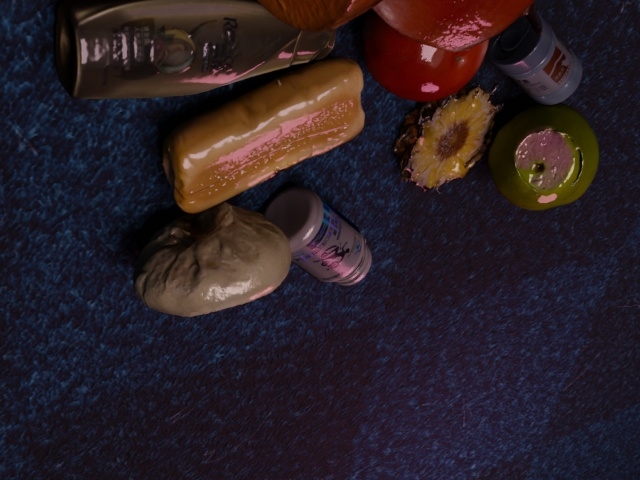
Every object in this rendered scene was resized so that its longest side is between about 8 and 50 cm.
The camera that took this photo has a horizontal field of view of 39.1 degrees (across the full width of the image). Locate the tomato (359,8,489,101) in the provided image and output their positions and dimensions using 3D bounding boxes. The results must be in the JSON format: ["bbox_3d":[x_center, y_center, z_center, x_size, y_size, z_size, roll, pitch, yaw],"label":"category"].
[{"bbox_3d":[0.151,-0.282,1.254,0.195,0.136,0.195,-22,135,-23],"label":"tomato"}]

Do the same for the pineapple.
[{"bbox_3d":[0.209,-0.174,1.469,0.221,0.047,0.221,-25,139,-23],"label":"pineapple"}]

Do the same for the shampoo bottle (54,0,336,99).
[{"bbox_3d":[-0.142,-0.243,1.100,0.350,0.084,0.126,-11,128,-33],"label":"shampoo bottle"}]

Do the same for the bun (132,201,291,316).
[{"bbox_3d":[-0.153,0.015,1.241,0.222,0.222,0.128,-17,108,-26],"label":"bun"}]

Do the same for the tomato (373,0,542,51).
[{"bbox_3d":[0.190,-0.389,1.089,0.308,0.170,0.309,2,86,-30],"label":"tomato"}]

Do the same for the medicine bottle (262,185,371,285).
[{"bbox_3d":[0.000,0.000,1.402,0.107,0.107,0.191,-47,139,6],"label":"medicine bottle"}]

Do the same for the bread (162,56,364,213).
[{"bbox_3d":[-0.076,-0.151,1.223,0.305,0.091,0.142,-27,140,-17],"label":"bread"}]

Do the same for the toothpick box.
[{"bbox_3d":[0.338,-0.289,1.422,0.153,0.101,0.101,24,108,-47],"label":"toothpick box"}]

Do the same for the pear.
[{"bbox_3d":[0.378,-0.141,1.531,0.187,0.187,0.220,-51,179,10],"label":"pear"}]

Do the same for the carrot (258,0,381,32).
[{"bbox_3d":[-0.019,-0.372,0.965,0.100,0.258,0.307,-45,146,-26],"label":"carrot"}]
